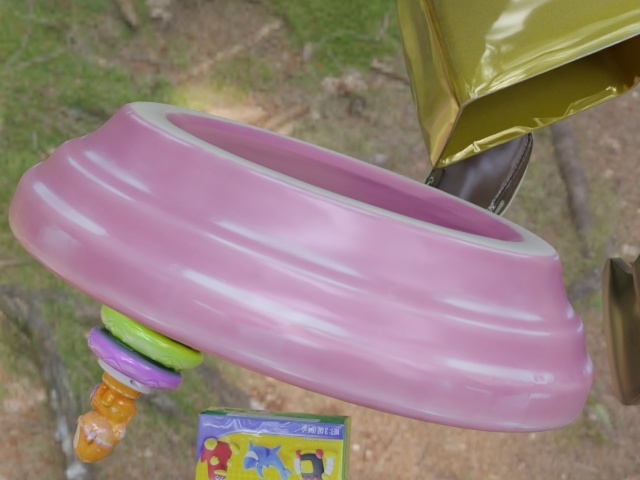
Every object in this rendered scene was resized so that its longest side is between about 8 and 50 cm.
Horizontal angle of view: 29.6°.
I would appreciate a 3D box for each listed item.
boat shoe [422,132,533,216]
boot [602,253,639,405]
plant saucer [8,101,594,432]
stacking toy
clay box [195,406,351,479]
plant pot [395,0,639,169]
[{"bbox_3d":[0.139,-0.027,1.258,0.095,0.257,0.095,36,0,-5],"label":"boat shoe"},{"bbox_3d":[0.269,0.056,0.867,0.115,0.112,0.305,-8,-7,0],"label":"boot"},{"bbox_3d":[0.000,0.000,0.675,0.332,0.084,0.332,19,8,-3],"label":"plant saucer"},{"bbox_3d":[-0.167,0.092,1.226,0.166,0.301,0.175,32,1,-1],"label":"stacking toy"},{"bbox_3d":[-0.043,0.258,1.032,0.128,0.222,0.053,2,0,8],"label":"clay box"},{"bbox_3d":[0.170,-0.208,1.071,0.212,0.212,0.187,-22,79,-6],"label":"plant pot"}]
